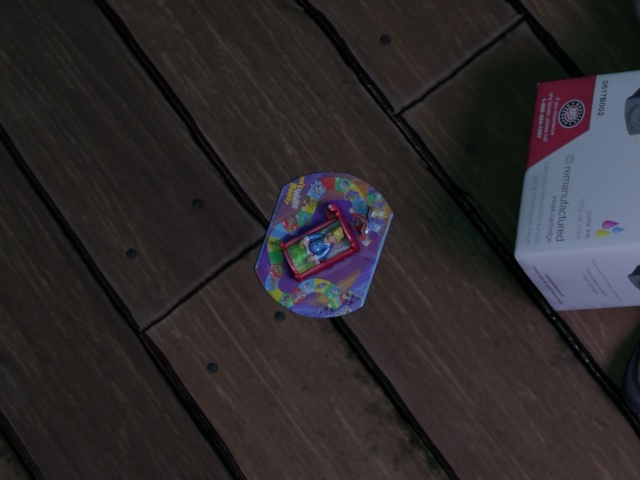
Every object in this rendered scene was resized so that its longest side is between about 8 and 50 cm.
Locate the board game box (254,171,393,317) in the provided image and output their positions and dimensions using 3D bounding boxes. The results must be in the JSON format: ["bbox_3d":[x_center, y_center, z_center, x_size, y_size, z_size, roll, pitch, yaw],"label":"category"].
[{"bbox_3d":[0.000,0.000,2.020,0.133,0.033,0.169,17,80,14],"label":"board game box"}]

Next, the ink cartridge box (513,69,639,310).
[{"bbox_3d":[0.369,-0.059,1.846,0.306,0.131,0.226,-7,57,29],"label":"ink cartridge box"}]

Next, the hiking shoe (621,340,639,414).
[{"bbox_3d":[0.397,0.088,1.880,0.227,0.114,0.086,-46,73,-2],"label":"hiking shoe"}]

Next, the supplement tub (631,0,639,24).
[{"bbox_3d":[0.440,-0.338,1.910,0.235,0.235,0.325,-4,76,10],"label":"supplement tub"}]
